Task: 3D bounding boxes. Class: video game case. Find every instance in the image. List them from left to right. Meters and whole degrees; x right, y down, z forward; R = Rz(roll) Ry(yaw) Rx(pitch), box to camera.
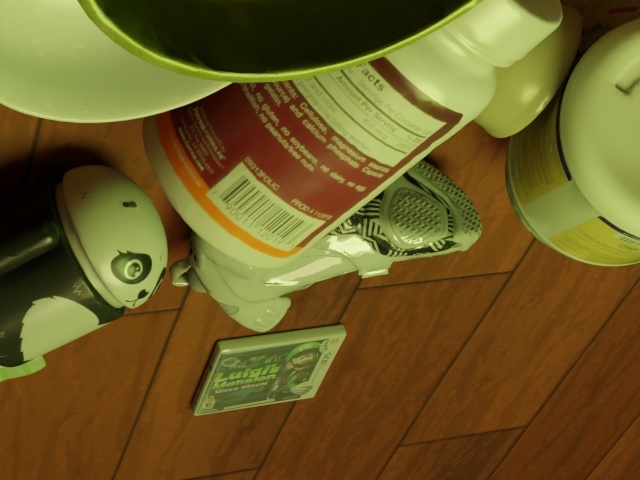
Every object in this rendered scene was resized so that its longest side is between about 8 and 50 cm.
[{"bbox_3d":[-0.074,0.183,2.274,0.190,0.022,0.173,-6,146,-24],"label":"video game case"}]

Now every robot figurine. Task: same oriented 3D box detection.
[{"bbox_3d":[-0.300,0.033,1.749,0.278,0.209,0.173,-26,113,7],"label":"robot figurine"}]

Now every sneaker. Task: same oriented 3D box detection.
[{"bbox_3d":[0.000,0.000,1.930,0.366,0.137,0.210,4,142,-28],"label":"sneaker"}]

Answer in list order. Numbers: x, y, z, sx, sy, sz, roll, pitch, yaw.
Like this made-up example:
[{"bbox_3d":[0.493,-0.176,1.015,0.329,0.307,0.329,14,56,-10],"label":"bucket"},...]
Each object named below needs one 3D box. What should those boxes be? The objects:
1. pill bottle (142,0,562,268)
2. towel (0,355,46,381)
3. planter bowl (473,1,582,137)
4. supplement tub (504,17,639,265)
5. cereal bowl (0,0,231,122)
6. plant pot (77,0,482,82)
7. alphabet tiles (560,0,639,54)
[{"bbox_3d":[0.029,-0.165,1.597,0.392,0.224,0.224,-39,145,26],"label":"pill bottle"},{"bbox_3d":[-0.406,0.140,2.001,0.113,0.023,0.152,-18,149,-5],"label":"towel"},{"bbox_3d":[0.185,-0.206,1.718,0.109,0.162,0.162,30,127,-20],"label":"planter bowl"},{"bbox_3d":[0.343,-0.099,1.791,0.241,0.241,0.331,-16,176,-9],"label":"supplement tub"},{"bbox_3d":[-0.170,-0.260,1.405,0.339,0.141,0.339,-15,148,-10],"label":"cereal bowl"},{"bbox_3d":[-0.042,-0.361,1.119,0.366,0.353,0.366,-16,148,-10],"label":"plant pot"},{"bbox_3d":[0.392,-0.305,1.799,0.278,0.021,0.284,-9,147,-21],"label":"alphabet tiles"}]
